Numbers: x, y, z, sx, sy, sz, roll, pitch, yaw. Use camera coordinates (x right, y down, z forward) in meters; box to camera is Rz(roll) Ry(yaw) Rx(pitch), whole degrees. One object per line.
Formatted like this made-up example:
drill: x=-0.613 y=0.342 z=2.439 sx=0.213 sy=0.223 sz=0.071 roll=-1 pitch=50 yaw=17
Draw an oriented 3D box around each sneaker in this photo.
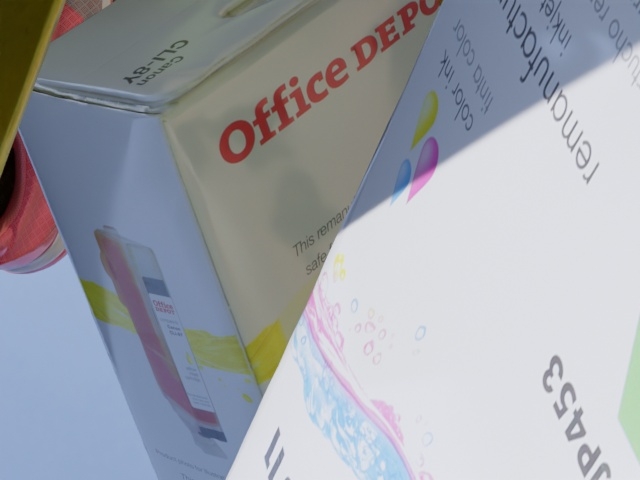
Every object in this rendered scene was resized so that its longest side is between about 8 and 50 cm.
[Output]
sneaker: x=-0.227 y=-0.124 z=1.424 sx=0.136 sy=0.116 sz=0.314 roll=-28 pitch=-59 yaw=-77

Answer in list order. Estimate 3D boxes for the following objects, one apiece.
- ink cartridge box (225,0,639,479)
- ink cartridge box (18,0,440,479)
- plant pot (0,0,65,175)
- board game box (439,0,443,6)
ink cartridge box: x=0.065 y=0.096 z=0.456 sx=0.119 sy=0.353 sz=0.207 roll=5 pitch=-140 yaw=-23
ink cartridge box: x=0.000 y=0.000 z=1.210 sx=0.160 sy=0.279 sz=0.385 roll=14 pitch=132 yaw=42
plant pot: x=-0.206 y=-0.112 z=0.553 sx=0.187 sy=0.212 sz=0.212 roll=17 pitch=175 yaw=27
board game box: x=0.141 y=-0.199 z=1.001 sx=0.048 sy=0.170 sz=0.141 roll=49 pitch=156 yaw=42
